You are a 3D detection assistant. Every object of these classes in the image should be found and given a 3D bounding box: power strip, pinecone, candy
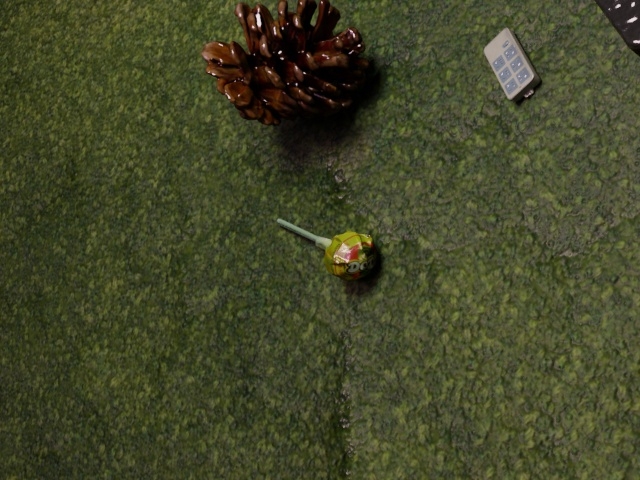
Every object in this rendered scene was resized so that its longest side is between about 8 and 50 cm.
[{"bbox_3d":[0.210,-0.193,1.689,0.040,0.016,0.090,-42,51,26],"label":"power strip"},{"bbox_3d":[-0.038,-0.212,1.825,0.195,0.179,0.150,-3,93,25],"label":"pinecone"},{"bbox_3d":[0.000,0.000,1.812,0.194,0.062,0.058,27,140,54],"label":"candy"}]

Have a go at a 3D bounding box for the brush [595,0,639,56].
[{"bbox_3d":[0.367,-0.280,1.536,0.197,0.059,0.123,-45,51,24],"label":"brush"}]
